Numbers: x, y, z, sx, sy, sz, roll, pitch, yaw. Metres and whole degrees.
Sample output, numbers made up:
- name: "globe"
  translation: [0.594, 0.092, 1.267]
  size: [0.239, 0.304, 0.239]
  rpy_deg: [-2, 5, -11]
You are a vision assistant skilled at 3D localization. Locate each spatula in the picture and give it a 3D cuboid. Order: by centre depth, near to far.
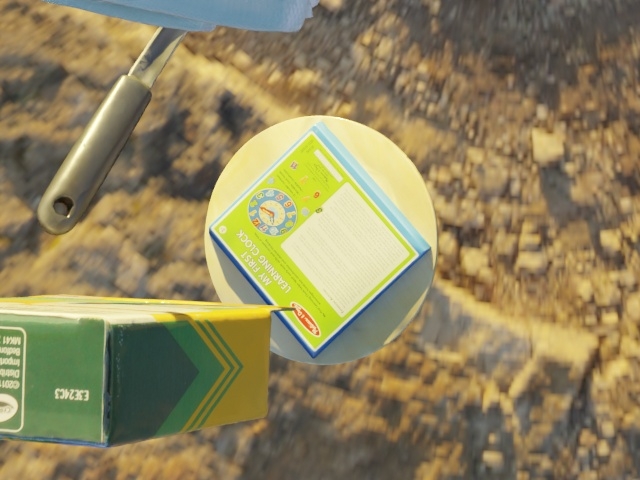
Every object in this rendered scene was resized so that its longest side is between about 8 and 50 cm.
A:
- name: "spatula"
  translation: [-0.111, -0.127, 1.313]
  size: [0.084, 0.030, 0.296]
  rpy_deg: [34, 74, -15]

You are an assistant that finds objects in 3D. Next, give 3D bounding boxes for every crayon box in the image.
- name: "crayon box"
  translation: [-0.165, 0.082, 1.293]
  size: [0.203, 0.323, 0.083]
  rpy_deg: [2, 90, 20]

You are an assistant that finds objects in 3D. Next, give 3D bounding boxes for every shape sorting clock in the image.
- name: "shape sorting clock"
  translation: [0.000, 0.000, 1.582]
  size: [0.206, 0.040, 0.206]
  rpy_deg: [0, 90, 18]

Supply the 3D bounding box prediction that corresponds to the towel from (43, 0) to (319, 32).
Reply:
- name: "towel"
  translation: [-0.108, -0.260, 0.794]
  size: [0.090, 0.374, 0.320]
  rpy_deg: [16, 97, 38]
